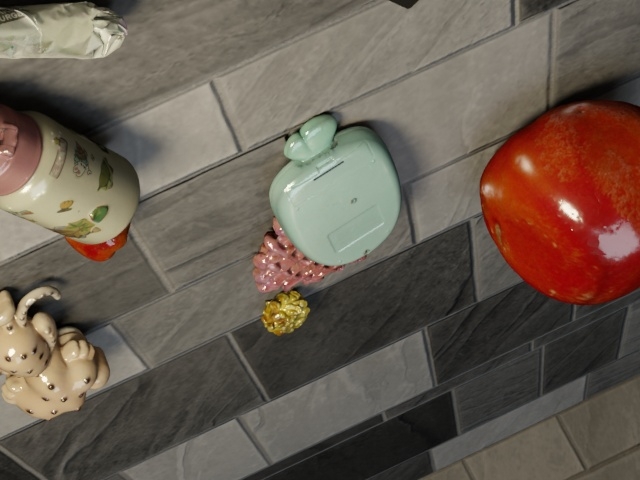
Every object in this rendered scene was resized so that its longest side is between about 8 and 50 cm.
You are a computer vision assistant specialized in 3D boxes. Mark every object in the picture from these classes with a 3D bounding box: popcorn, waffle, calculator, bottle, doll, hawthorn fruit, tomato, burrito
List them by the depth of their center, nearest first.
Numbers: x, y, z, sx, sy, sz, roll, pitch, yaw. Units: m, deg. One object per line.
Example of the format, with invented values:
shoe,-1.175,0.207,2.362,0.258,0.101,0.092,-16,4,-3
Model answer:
burrito,-0.291,-0.208,1.295,0.203,0.064,0.064,-8,149,-30
bottle,-0.316,-0.080,1.444,0.120,0.120,0.253,-34,152,15
hawthorn fruit,-0.290,-0.021,1.637,0.093,0.081,0.081,35,119,-29
calculator,0.024,-0.065,1.811,0.184,0.042,0.295,-33,142,-3
doll,-0.404,0.159,1.837,0.154,0.119,0.278,-25,145,-4
waffle,0.000,0.000,1.964,0.221,0.055,0.234,-17,151,-23
tomato,0.414,-0.059,1.973,0.293,0.289,0.325,-25,153,-20
popcorn,-0.059,0.117,2.129,0.082,0.057,0.083,-32,152,8

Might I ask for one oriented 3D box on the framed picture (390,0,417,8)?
framed picture,0.146,-0.396,1.396,0.347,0.016,0.265,-40,151,27
